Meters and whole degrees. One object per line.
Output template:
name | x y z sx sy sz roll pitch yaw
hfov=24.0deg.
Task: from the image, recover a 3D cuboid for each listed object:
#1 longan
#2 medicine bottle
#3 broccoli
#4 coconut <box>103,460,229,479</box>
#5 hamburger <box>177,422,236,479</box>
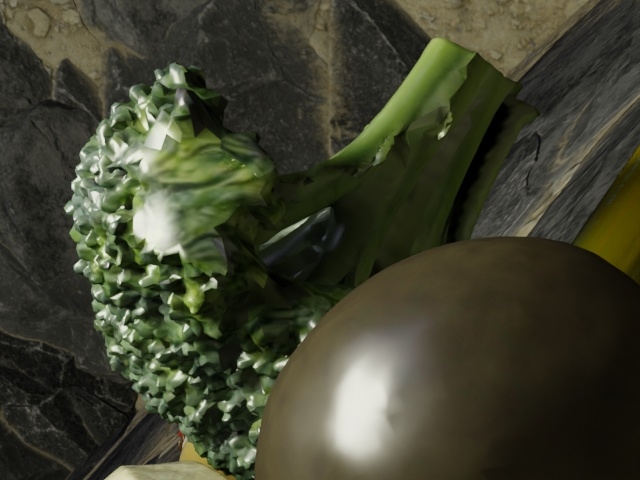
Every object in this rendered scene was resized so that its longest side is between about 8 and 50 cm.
longan | 0.070 0.100 0.714 0.220 0.196 0.196 -38 9 22
medicine bottle | 0.216 -0.011 1.014 0.218 0.074 0.074 -49 6 -39
broccoli | -0.019 0.011 0.952 0.249 0.375 0.302 -5 59 40
coconut | -0.105 0.249 0.904 0.222 0.202 0.202 -46 6 -14
hamburger | -0.036 0.171 1.171 0.175 0.175 0.137 -43 20 29
